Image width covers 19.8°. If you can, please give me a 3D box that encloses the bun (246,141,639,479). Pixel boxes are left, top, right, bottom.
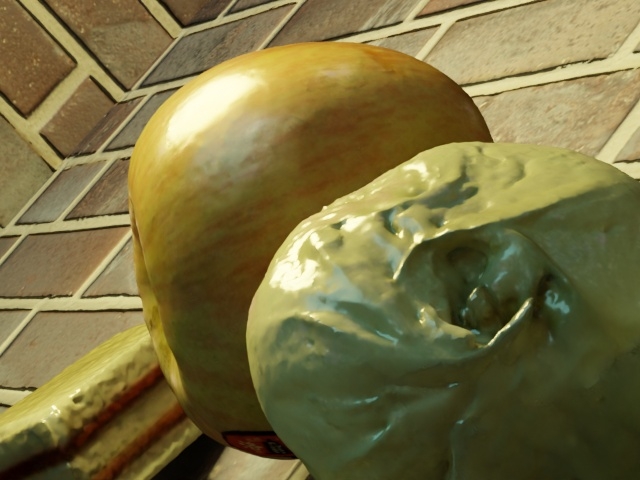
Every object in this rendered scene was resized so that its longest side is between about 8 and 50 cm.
[{"bbox_3d":[0.121,0.081,1.392,0.361,0.361,0.213,-45,-12,-6],"label":"bun"}]

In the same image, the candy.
[{"bbox_3d":[-0.228,0.193,1.989,0.179,0.135,0.320,-23,11,42],"label":"candy"}]

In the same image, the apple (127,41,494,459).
[{"bbox_3d":[0.000,0.000,1.697,0.346,0.392,0.391,-18,18,-9],"label":"apple"}]
